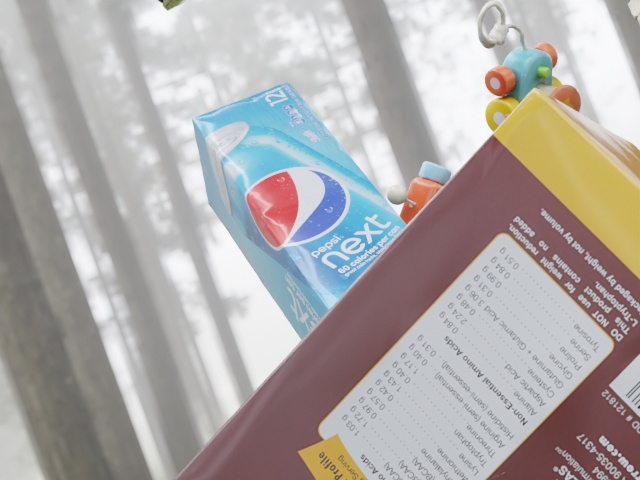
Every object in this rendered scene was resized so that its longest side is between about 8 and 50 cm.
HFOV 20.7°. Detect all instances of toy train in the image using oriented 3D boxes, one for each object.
[{"bbox_3d":[0.109,-0.057,1.082,0.046,0.166,0.125,20,-5,37],"label":"toy train"}]

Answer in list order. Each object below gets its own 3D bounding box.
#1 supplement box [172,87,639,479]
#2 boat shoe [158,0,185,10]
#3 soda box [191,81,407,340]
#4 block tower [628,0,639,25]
[{"bbox_3d":[0.086,0.093,0.566,0.194,0.191,0.129,-48,-20,13],"label":"supplement box"},{"bbox_3d":[-0.078,-0.213,1.209,0.133,0.042,0.049,-55,1,-22],"label":"boat shoe"},{"bbox_3d":[0.000,0.000,0.986,0.067,0.210,0.071,-22,-47,-15],"label":"soda box"},{"bbox_3d":[0.247,-0.173,1.103,0.097,0.335,0.091,23,-52,-32],"label":"block tower"}]
